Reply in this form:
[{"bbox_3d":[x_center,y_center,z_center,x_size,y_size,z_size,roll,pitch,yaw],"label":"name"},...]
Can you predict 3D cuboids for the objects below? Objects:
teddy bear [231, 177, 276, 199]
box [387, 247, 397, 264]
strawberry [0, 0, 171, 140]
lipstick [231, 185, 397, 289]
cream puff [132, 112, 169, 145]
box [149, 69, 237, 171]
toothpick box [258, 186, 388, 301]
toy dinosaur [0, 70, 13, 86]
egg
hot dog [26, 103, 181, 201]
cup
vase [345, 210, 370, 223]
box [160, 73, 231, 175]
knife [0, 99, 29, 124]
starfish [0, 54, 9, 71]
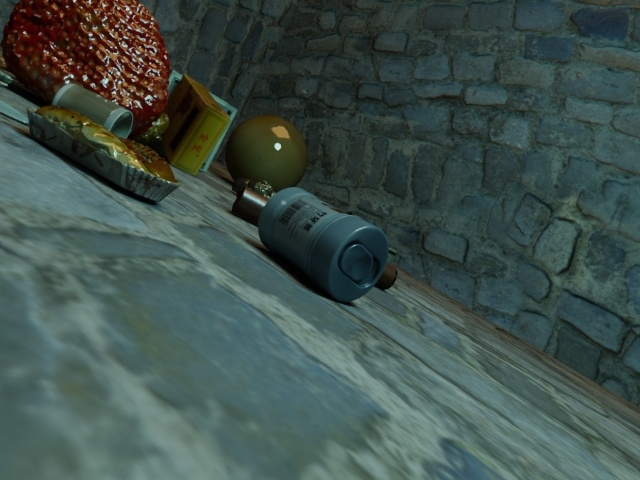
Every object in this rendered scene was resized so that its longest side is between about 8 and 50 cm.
[{"bbox_3d":[-0.175,-0.140,1.294,0.160,0.078,0.119,26,24,9],"label":"teddy bear"},{"bbox_3d":[0.045,-0.018,1.280,0.310,0.084,0.198,28,4,-10],"label":"box"},{"bbox_3d":[-0.458,-0.342,0.934,0.311,0.267,0.351,-12,62,-34],"label":"strawberry"},{"bbox_3d":[-0.002,0.003,0.887,0.356,0.057,0.057,28,4,-19],"label":"lipstick"},{"bbox_3d":[-0.448,-0.291,1.138,0.126,0.103,0.144,14,8,-18],"label":"cream puff"},{"bbox_3d":[-0.414,-0.362,1.396,0.225,0.225,0.117,24,7,-39],"label":"box"},{"bbox_3d":[0.000,0.000,0.592,0.101,0.101,0.153,25,6,-47],"label":"toothpick box"},{"bbox_3d":[-0.593,-0.315,0.736,0.242,0.053,0.167,39,14,18],"label":"toy dinosaur"},{"bbox_3d":[-0.203,-0.314,1.708,0.301,0.301,0.374,27,4,-23],"label":"egg"},{"bbox_3d":[-0.244,-0.102,0.523,0.192,0.053,0.099,28,7,14],"label":"hot dog"},{"bbox_3d":[-0.362,-0.197,0.735,0.099,0.074,0.102,28,4,-5],"label":"cup"},{"bbox_3d":[0.031,-0.013,1.048,0.182,0.120,0.120,7,14,-26],"label":"vase"},{"bbox_3d":[-0.344,-0.310,1.199,0.076,0.174,0.274,25,19,-40],"label":"box"},{"bbox_3d":[-0.472,-0.217,0.571,0.260,0.035,0.063,33,9,11],"label":"knife"},{"bbox_3d":[-0.660,-0.385,1.150,0.299,0.060,0.302,22,11,-13],"label":"starfish"}]
